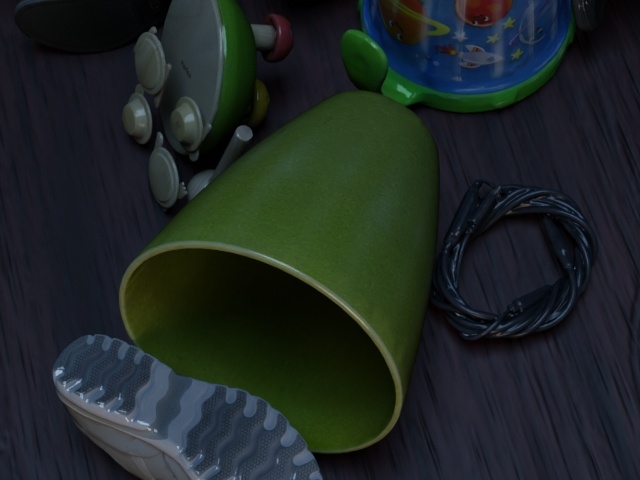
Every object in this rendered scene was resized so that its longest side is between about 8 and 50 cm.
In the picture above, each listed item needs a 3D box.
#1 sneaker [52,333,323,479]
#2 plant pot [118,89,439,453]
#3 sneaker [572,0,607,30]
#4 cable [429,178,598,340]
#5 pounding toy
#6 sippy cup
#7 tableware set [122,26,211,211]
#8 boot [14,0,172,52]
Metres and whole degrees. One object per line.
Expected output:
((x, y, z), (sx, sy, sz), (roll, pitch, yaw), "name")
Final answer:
((-0.118, 0.188, 1.383), (0.281, 0.115, 0.105), (31, 58, 16), "sneaker")
((0.000, 0.000, 1.406), (0.275, 0.274, 0.293), (19, 52, 13), "plant pot")
((0.315, -0.300, 1.544), (0.089, 0.051, 0.170), (9, 102, 28), "sneaker")
((0.191, 0.027, 1.488), (0.151, 0.047, 0.184), (22, 64, 8), "cable")
((-0.083, -0.154, 1.541), (0.110, 0.183, 0.236), (1, 60, -26), "pounding toy")
((0.154, -0.287, 1.543), (0.240, 0.224, 0.305), (5, 63, 5), "sippy cup")
((-0.163, -0.123, 1.527), (0.020, 0.141, 0.168), (-11, 59, -32), "tableware set")
((-0.224, -0.335, 1.677), (0.263, 0.091, 0.229), (-12, 58, -7), "boot")
